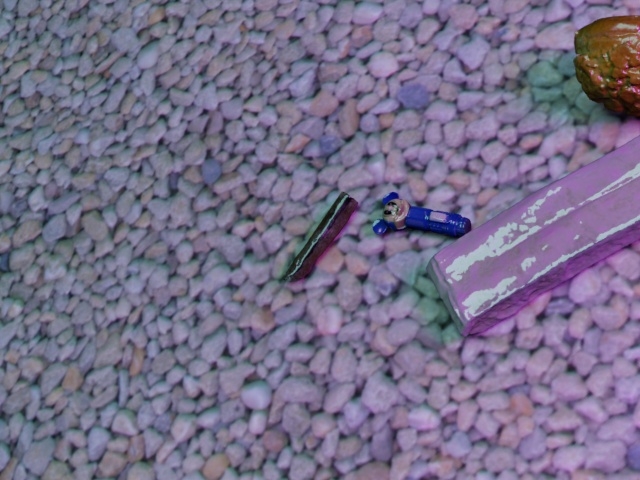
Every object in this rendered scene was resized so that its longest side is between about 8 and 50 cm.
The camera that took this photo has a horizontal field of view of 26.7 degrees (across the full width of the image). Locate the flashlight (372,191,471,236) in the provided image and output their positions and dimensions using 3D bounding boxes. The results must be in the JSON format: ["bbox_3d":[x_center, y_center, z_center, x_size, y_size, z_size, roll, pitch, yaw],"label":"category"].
[{"bbox_3d":[0.118,-0.026,1.580,0.121,0.035,0.057,11,69,31],"label":"flashlight"}]

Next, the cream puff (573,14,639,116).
[{"bbox_3d":[0.350,-0.192,1.500,0.144,0.126,0.103,1,80,37],"label":"cream puff"}]

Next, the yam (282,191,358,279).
[{"bbox_3d":[0.000,0.000,1.634,0.027,0.033,0.129,35,87,9],"label":"yam"}]

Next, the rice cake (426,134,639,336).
[{"bbox_3d":[0.263,-0.008,1.488,0.298,0.050,0.106,-31,56,9],"label":"rice cake"}]
